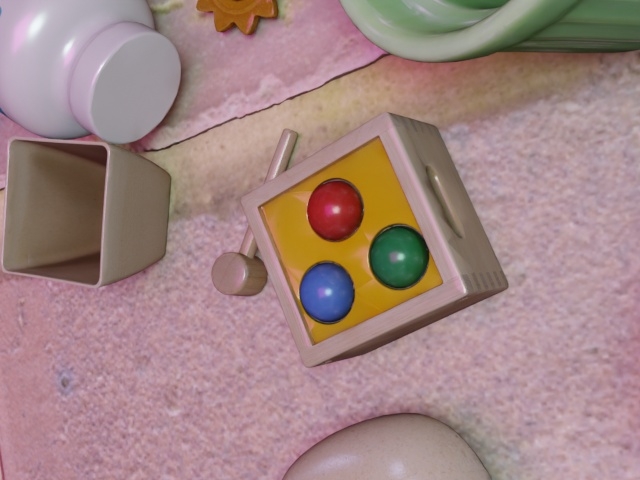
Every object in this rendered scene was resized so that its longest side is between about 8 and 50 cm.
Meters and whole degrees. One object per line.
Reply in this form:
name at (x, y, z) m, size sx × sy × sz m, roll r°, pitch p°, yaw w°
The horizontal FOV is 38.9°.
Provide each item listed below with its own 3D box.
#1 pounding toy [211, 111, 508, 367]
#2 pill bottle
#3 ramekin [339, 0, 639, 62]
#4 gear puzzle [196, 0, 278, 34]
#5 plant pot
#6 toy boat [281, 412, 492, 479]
pounding toy at (-0.008, -0.006, 0.635) m, size 0.206 × 0.094 × 0.181 m, roll -28°, pitch 77°, yaw 27°
pill bottle at (-0.237, -0.175, 0.736) m, size 0.264 × 0.146 × 0.146 m, roll 33°, pitch 106°, yaw 26°
ramekin at (0.125, -0.239, 0.462) m, size 0.303 × 0.148 × 0.303 m, roll 3°, pitch 93°, yaw 63°
gear puzzle at (-0.054, -0.328, 0.695) m, size 0.175 × 0.044 × 0.339 m, roll -2°, pitch 92°, yaw 28°
plant pot at (-0.182, -0.025, 0.733) m, size 0.109 × 0.096 × 0.109 m, roll 7°, pitch 95°, yaw 30°
toy boat at (0.120, 0.225, 0.550) m, size 0.318 × 0.148 × 0.267 m, roll -24°, pitch 73°, yaw 36°
